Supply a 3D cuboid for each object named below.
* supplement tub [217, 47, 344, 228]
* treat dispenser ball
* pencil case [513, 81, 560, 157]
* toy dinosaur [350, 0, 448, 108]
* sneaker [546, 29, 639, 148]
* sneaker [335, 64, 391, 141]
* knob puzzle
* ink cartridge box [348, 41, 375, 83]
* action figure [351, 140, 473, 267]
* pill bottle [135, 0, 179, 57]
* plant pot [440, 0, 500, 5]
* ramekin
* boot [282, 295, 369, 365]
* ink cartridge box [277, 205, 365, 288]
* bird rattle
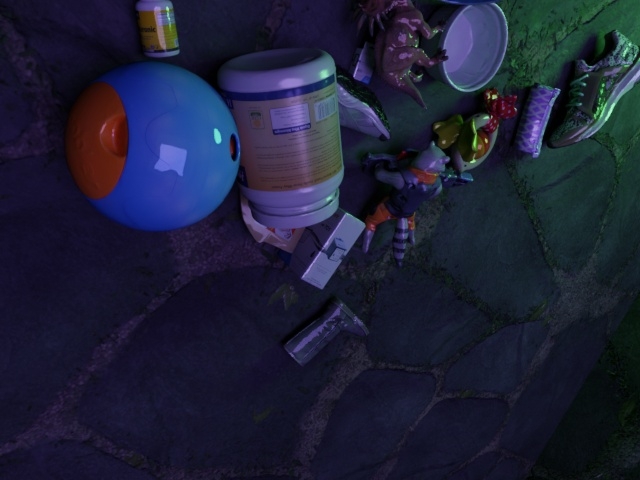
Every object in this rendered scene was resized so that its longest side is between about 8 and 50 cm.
[{"bbox_3d":[-0.070,-0.205,1.045,0.228,0.228,0.316,-21,123,-23],"label":"supplement tub"},{"bbox_3d":[-0.283,-0.158,0.895,0.288,0.288,0.288,-16,123,-26],"label":"treat dispenser ball"},{"bbox_3d":[0.639,-0.357,1.528,0.086,0.088,0.206,-6,119,-28],"label":"pencil case"},{"bbox_3d":[0.157,-0.431,1.118,0.200,0.127,0.295,-11,105,-27],"label":"toy dinosaur"},{"bbox_3d":[0.813,-0.464,1.586,0.182,0.158,0.410,39,93,-10],"label":"sneaker"},{"bbox_3d":[0.071,-0.300,1.193,0.108,0.100,0.271,-31,145,28],"label":"sneaker"},{"bbox_3d":[-0.110,-0.085,1.218,0.213,0.030,0.213,-7,105,-27],"label":"knob puzzle"},{"bbox_3d":[0.099,-0.407,1.181,0.048,0.028,0.083,9,110,-36],"label":"ink cartridge box"},{"bbox_3d":[0.259,-0.103,1.349,0.341,0.178,0.330,1,134,-19],"label":"action figure"},{"bbox_3d":[-0.289,-0.387,0.911,0.065,0.065,0.116,-17,123,-25],"label":"pill bottle"},{"bbox_3d":[0.321,-0.660,1.027,0.272,0.272,0.255,10,81,-37],"label":"plant pot"},{"bbox_3d":[0.337,-0.473,1.250,0.207,0.109,0.207,-16,123,-27],"label":"ramekin"},{"bbox_3d":[0.019,0.281,1.480,0.208,0.076,0.189,-49,117,-10],"label":"boot"},{"bbox_3d":[0.000,0.000,1.268,0.082,0.139,0.190,29,97,-38],"label":"ink cartridge box"},{"bbox_3d":[0.426,-0.297,1.430,0.253,0.143,0.207,-39,143,-27],"label":"bird rattle"}]
